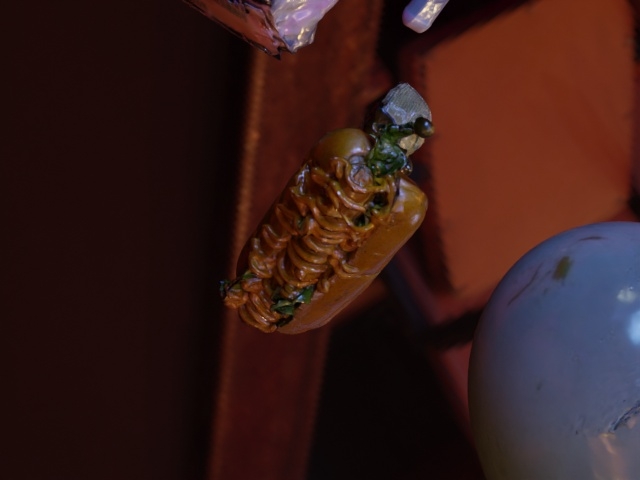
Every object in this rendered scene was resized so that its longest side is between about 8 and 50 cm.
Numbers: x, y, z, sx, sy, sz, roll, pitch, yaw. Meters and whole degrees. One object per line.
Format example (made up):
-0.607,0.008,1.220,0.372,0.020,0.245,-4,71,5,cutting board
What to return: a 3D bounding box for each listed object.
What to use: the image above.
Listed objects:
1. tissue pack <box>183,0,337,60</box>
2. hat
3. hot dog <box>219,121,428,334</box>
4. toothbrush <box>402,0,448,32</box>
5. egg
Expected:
-0.069,-0.310,1.546,0.245,0.332,0.123,-49,149,-10,tissue pack
0.070,-0.098,1.710,0.077,0.059,0.076,-60,173,27,hat
0.000,0.000,1.043,0.055,0.072,0.188,-39,172,-38,hot dog
0.174,-0.300,1.489,0.342,0.025,0.030,-51,-152,21,toothbrush
0.196,0.112,1.095,0.203,0.282,0.203,-22,-146,16,egg
